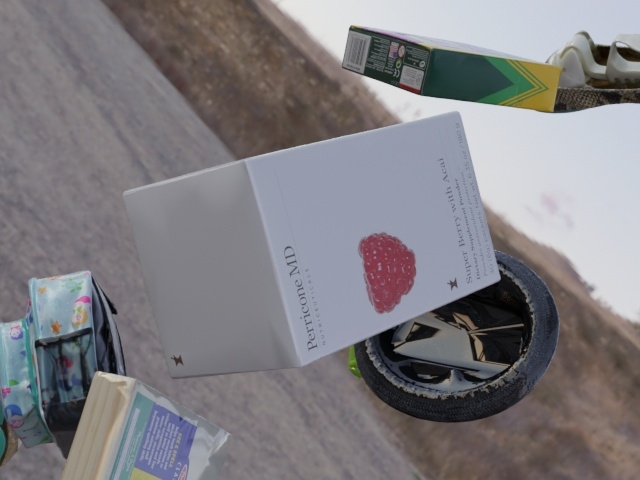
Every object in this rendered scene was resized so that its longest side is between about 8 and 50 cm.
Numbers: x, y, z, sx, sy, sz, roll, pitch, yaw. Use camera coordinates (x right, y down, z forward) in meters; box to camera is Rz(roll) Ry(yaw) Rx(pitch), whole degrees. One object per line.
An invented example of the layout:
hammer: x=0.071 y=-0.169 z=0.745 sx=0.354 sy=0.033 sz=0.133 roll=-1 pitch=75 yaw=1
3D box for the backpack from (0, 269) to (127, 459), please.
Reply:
backpack: x=-0.371 y=0.177 z=1.601 sx=0.225 sy=0.191 sz=0.253 roll=98 pitch=-15 yaw=-66

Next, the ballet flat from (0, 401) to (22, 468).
ballet flat: x=-0.515 y=0.304 z=1.844 sx=0.067 sy=0.206 sz=0.073 roll=-9 pitch=43 yaw=-36

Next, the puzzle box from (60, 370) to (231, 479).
puzzle box: x=-0.217 y=0.365 z=1.154 sx=0.052 sy=0.409 sz=0.272 roll=9 pitch=-19 yaw=21

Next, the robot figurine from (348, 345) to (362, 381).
robot figurine: x=0.096 y=0.248 z=2.389 sx=0.067 sy=0.115 sz=0.101 roll=14 pitch=16 yaw=27

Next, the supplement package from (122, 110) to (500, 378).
supplement package: x=0.000 y=0.000 z=1.014 sx=0.293 sy=0.175 sz=0.177 roll=-18 pitch=96 yaw=-45

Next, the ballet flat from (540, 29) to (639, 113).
ballet flat: x=0.618 y=-0.360 z=2.283 sx=0.483 sy=0.164 sz=0.182 roll=7 pitch=-28 yaw=37

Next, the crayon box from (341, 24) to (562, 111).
crayon box: x=0.265 y=-0.359 z=2.295 sx=0.313 sy=0.106 sz=0.363 roll=5 pitch=15 yaw=-26

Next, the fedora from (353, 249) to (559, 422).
fedora: x=0.223 y=0.169 z=1.722 sx=0.334 sy=0.334 sz=0.152 roll=48 pitch=-4 yaw=44
